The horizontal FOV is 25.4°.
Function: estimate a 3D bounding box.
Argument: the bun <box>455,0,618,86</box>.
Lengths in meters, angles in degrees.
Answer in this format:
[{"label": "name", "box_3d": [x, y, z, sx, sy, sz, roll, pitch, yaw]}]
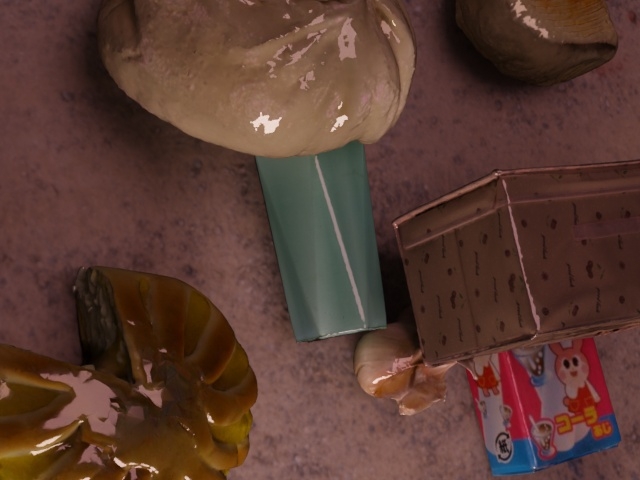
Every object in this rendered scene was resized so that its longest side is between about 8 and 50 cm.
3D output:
[{"label": "bun", "box_3d": [0.283, -0.299, 1.927, 0.244, 0.153, 0.244, 23, 46, -25]}]

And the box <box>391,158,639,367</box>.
[{"label": "box", "box_3d": [0.275, 0.025, 1.671, 0.297, 0.225, 0.190, -5, 79, -31]}]

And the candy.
[{"label": "candy", "box_3d": [0.267, 0.136, 1.830, 0.157, 0.100, 0.305, -11, 84, -32]}]

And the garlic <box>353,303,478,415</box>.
[{"label": "garlic", "box_3d": [0.119, 0.140, 1.741, 0.174, 0.099, 0.124, -17, 74, -34]}]

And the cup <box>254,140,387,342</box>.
[{"label": "cup", "box_3d": [0.000, 0.000, 1.686, 0.134, 0.148, 0.235, 2, 78, -59]}]

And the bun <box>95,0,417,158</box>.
[{"label": "bun", "box_3d": [-0.065, -0.255, 1.588, 0.365, 0.219, 0.365, 12, 39, -10]}]

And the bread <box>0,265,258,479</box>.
[{"label": "bread", "box_3d": [-0.210, 0.178, 1.482, 0.333, 0.160, 0.333, 8, 75, -31]}]
